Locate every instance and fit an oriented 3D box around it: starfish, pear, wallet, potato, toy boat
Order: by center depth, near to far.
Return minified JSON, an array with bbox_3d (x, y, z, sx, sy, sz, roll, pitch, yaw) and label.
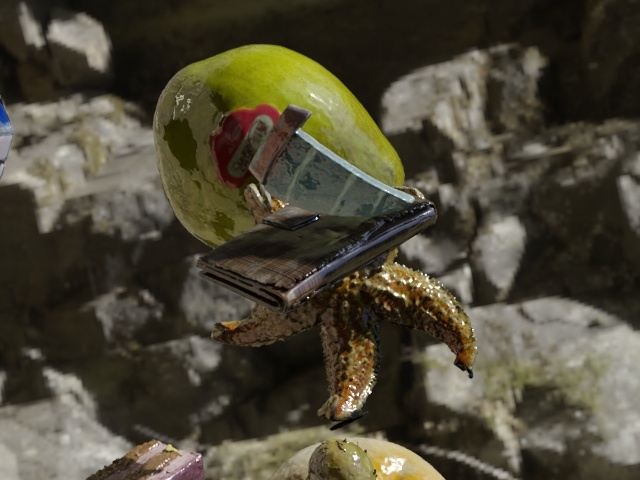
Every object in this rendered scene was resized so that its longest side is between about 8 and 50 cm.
[{"bbox_3d":[0.008,-0.044,1.030,0.096,0.122,0.034,-54,-178,45],"label":"toy boat"},{"bbox_3d":[0.000,0.000,1.297,0.230,0.124,0.042,-32,129,-39],"label":"wallet"},{"bbox_3d":[0.019,0.274,1.464,0.092,0.070,0.138,62,-28,31],"label":"potato"},{"bbox_3d":[0.017,0.069,1.525,0.113,0.312,0.303,55,29,-70],"label":"starfish"},{"bbox_3d":[-0.044,-0.100,1.756,0.287,0.375,0.287,-158,-90,-82],"label":"pear"}]

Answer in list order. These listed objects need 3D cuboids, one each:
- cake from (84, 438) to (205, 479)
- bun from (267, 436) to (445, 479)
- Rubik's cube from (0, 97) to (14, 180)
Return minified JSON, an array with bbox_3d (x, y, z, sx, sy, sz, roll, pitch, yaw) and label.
[{"bbox_3d":[-0.261,0.341,1.779,0.295,0.115,0.113,-3,92,-59],"label":"cake"},{"bbox_3d":[0.048,0.391,1.637,0.165,0.298,0.299,80,-1,-84],"label":"bun"},{"bbox_3d":[-0.534,-0.126,1.608,0.319,0.264,0.319,48,22,-26],"label":"Rubik's cube"}]
